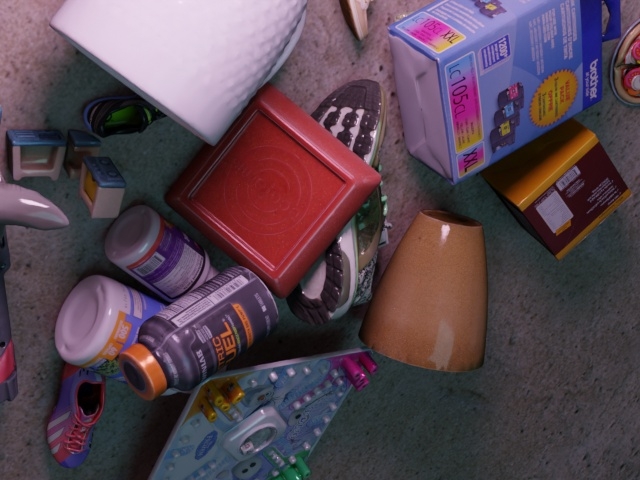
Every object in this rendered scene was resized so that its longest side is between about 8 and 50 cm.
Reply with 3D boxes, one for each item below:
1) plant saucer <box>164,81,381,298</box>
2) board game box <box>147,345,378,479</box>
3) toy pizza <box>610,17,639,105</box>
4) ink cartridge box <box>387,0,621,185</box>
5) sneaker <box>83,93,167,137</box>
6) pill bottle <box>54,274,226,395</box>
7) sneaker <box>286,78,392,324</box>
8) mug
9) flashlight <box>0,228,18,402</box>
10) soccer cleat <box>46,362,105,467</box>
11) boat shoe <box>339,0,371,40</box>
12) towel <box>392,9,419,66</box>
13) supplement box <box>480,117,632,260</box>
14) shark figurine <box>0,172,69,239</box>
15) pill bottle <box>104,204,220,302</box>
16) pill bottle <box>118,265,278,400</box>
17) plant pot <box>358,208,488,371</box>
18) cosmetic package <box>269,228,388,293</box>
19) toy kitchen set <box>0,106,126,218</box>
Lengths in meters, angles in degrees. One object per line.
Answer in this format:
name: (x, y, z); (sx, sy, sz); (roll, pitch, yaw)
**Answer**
plant saucer: (-0.081, -0.080, 1.877); (0.259, 0.258, 0.048); (-51, 176, 10)
board game box: (-0.115, 0.365, 2.182); (0.390, 0.050, 0.390); (-6, 136, -40)
toy pizza: (0.631, -0.341, 2.236); (0.201, 0.032, 0.201); (-16, 128, -21)
ink cartridge box: (0.322, -0.308, 1.978); (0.395, 0.151, 0.270); (-32, 136, -18)
sneaker: (-0.259, -0.195, 1.784); (0.188, 0.078, 0.067); (-21, 130, -17)
pill bottle: (-0.288, 0.169, 1.971); (0.272, 0.152, 0.152); (27, 105, -39)
sneaker: (0.051, -0.064, 1.996); (0.182, 0.158, 0.410); (2, 102, -54)
mug: (-0.140, -0.325, 1.656); (0.328, 0.276, 0.374); (-54, 152, -1)
flashlight: (-0.530, 0.115, 1.834); (0.103, 0.103, 0.304); (-54, 150, -53)
soccer cleat: (-0.411, 0.302, 2.029); (0.083, 0.095, 0.248); (-1, 121, -30)
boat shoe: (0.060, -0.390, 1.846); (0.059, 0.063, 0.170); (-22, 129, -8)
towel: (0.185, -0.340, 1.979); (0.148, 0.027, 0.110); (-17, 129, -22)
supplement box: (0.441, -0.106, 2.222); (0.191, 0.129, 0.194); (-43, 132, 2)
shark figurine: (-0.514, -0.014, 1.662); (0.278, 0.116, 0.166); (-30, 104, 14)
pill bottle: (-0.248, 0.034, 1.930); (0.108, 0.108, 0.193); (-45, 133, 4)
pill bottle: (-0.194, 0.150, 1.862); (0.245, 0.130, 0.130); (-34, 135, -31)
plant pot: (0.212, 0.080, 2.175); (0.237, 0.237, 0.254); (5, 105, -33)
cosmetic package: (0.000, 0.000, 2.084); (0.239, 0.060, 0.099); (-23, 129, -15)
toy kitchen set: (-0.399, -0.118, 1.696); (0.207, 0.166, 0.122); (-3, 123, -29)
